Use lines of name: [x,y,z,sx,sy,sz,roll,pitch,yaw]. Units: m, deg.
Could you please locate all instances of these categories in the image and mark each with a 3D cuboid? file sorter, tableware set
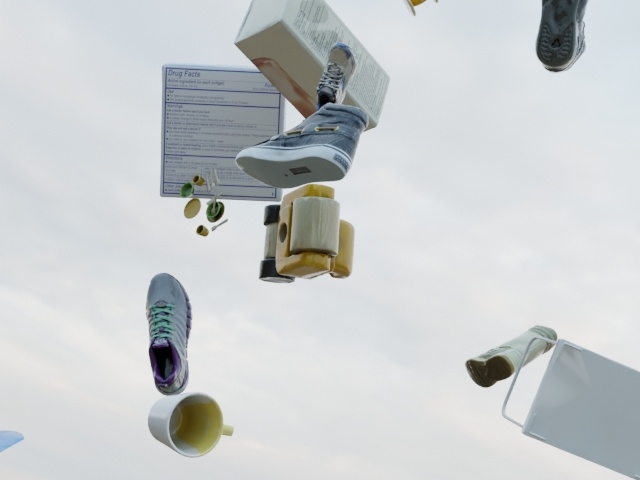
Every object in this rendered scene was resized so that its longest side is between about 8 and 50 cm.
file sorter: [0.527,0.322,1.927,0.278,0.192,0.173,23,-2,-7]
tableware set: [-0.244,-0.074,2.015,0.104,0.154,0.024,-33,-39,21]

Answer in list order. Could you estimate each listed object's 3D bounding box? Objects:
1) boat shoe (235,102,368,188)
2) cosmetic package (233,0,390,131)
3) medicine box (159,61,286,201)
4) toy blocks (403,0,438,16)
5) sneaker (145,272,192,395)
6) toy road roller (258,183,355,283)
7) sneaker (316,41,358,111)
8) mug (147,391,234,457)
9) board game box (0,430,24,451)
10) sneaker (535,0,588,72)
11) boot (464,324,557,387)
boat shoe: [-0.020,-0.113,1.174,0.183,0.083,0.065,2,-34,45]
cosmetic package: [-0.010,-0.343,1.892,0.129,0.153,0.296,-17,-49,38]
medicine box: [-0.208,-0.237,2.154,0.264,0.289,0.149,3,10,-1]
toy blocks: [0.212,-0.519,1.890,0.123,0.148,0.054,59,3,-4]
sneaker: [-0.268,0.157,1.735,0.083,0.223,0.098,-9,-16,-2]
toy road roller: [0.000,0.000,2.476,0.241,0.202,0.329,9,-15,-23]
sneaker: [0.022,-0.255,1.589,0.052,0.058,0.135,23,-43,10]
mug: [-0.133,0.183,0.970,0.064,0.062,0.078,-5,-51,53]
board game box: [-0.536,0.337,1.501,0.133,0.033,0.169,-5,10,27]
sneaker: [0.414,-0.390,1.673,0.087,0.227,0.130,8,-4,14]
boot: [0.440,0.265,2.280,0.077,0.165,0.213,60,-23,3]
